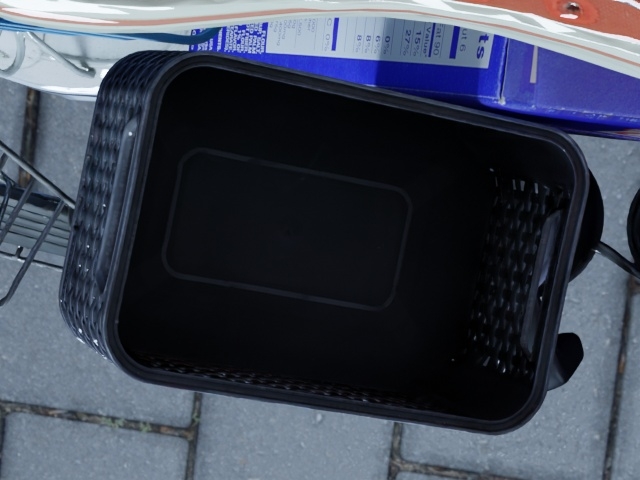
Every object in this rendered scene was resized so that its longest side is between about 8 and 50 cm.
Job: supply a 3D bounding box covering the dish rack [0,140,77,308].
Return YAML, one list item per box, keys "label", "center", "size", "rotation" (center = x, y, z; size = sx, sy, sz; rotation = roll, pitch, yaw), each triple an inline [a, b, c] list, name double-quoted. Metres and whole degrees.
- label: "dish rack"
  center: [-0.205, -0.035, 0.681]
  size: [0.208, 0.074, 0.271]
  rotation: [16, 165, 27]

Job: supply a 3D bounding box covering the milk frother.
- label: "milk frother"
  center: [0.120, -0.010, 0.813]
  size: [0.143, 0.129, 0.135]
  rotation: [-37, 172, 15]

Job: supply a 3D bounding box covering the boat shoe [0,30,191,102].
- label: "boat shoe"
  center: [-0.258, -0.199, 1.355]
  size: [0.367, 0.136, 0.156]
  rotation: [16, -179, -2]

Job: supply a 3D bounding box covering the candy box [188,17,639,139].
- label: "candy box"
  center: [0.121, -0.111, 0.828]
  size: [0.268, 0.122, 0.317]
  rotation: [6, -175, -28]

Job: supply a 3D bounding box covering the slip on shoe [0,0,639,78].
- label: "slip on shoe"
  center: [0.003, -0.106, 0.378]
  size: [0.331, 0.123, 0.101]
  rotation: [14, 155, 24]

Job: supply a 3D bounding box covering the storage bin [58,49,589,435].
- label: "storage bin"
  center: [0.000, 0.000, 0.677]
  size: [0.180, 0.122, 0.084]
  rotation: [11, -178, -20]

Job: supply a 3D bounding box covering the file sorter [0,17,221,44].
- label: "file sorter"
  center: [-0.124, -0.135, 0.675]
  size: [0.118, 0.104, 0.170]
  rotation: [3, -174, -42]
